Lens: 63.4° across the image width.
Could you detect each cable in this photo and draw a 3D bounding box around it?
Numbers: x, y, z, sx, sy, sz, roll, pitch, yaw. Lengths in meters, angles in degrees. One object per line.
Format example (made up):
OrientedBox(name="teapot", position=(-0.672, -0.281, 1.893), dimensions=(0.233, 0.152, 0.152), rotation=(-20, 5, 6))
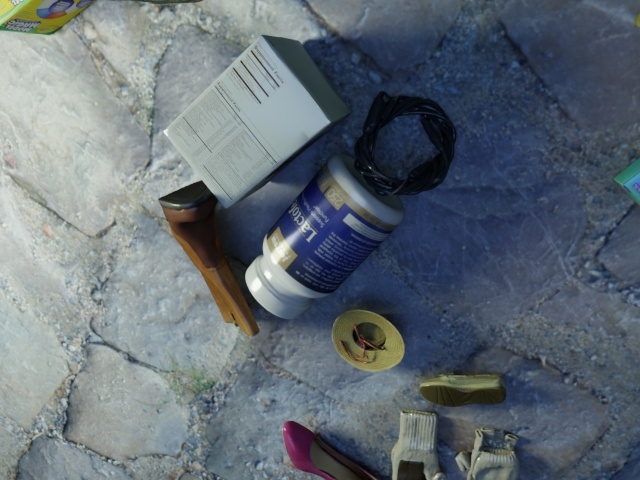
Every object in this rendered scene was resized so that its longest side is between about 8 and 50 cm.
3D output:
OrientedBox(name="cable", position=(0.131, -0.140, 0.798), dimensions=(0.150, 0.047, 0.184), rotation=(22, 67, -7))

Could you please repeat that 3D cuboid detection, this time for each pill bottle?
OrientedBox(name="pill bottle", position=(0.000, 0.000, 0.860), dimensions=(0.153, 0.153, 0.265), rotation=(41, 112, -2))

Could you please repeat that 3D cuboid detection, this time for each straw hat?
OrientedBox(name="straw hat", position=(0.093, 0.166, 0.941), dimensions=(0.144, 0.061, 0.144), rotation=(13, 124, 21))

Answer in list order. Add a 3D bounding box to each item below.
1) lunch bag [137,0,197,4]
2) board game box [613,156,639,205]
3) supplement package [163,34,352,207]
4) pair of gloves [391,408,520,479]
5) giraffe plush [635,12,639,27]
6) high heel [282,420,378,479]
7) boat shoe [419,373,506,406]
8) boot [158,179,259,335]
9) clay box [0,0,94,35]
OrientedBox(name="lunch bag", position=(-0.256, -0.481, 0.680), dimensions=(0.256, 0.305, 0.212), rotation=(47, 124, -3))
OrientedBox(name="board game box", position=(0.571, -0.103, 0.746), dimensions=(0.160, 0.047, 0.210), rotation=(44, 111, -3))
OrientedBox(name="supplement package", position=(-0.086, -0.184, 0.797), dimensions=(0.203, 0.194, 0.149), rotation=(-36, 97, 22))
OrientedBox(name="pair of gloves", position=(0.257, 0.440, 1.002), dimensions=(0.240, 0.042, 0.204), rotation=(11, 110, 9))
OrientedBox(name="giraffe plush", position=(0.498, -0.287, 0.651), dimensions=(0.181, 0.170, 0.210), rotation=(-32, 135, 22))
OrientedBox(name="high heel", position=(0.028, 0.439, 1.029), dimensions=(0.117, 0.082, 0.244), rotation=(-26, 105, 29))
OrientedBox(name="boat shoe", position=(0.259, 0.268, 0.949), dimensions=(0.153, 0.048, 0.056), rotation=(-9, 118, 23))
OrientedBox(name="boot", position=(-0.183, 0.043, 0.879), dimensions=(0.264, 0.096, 0.280), rotation=(-3, 112, 62))
OrientedBox(name="clay box", position=(-0.444, -0.402, 0.848), dimensions=(0.222, 0.127, 0.053), rotation=(-25, 100, 20))
